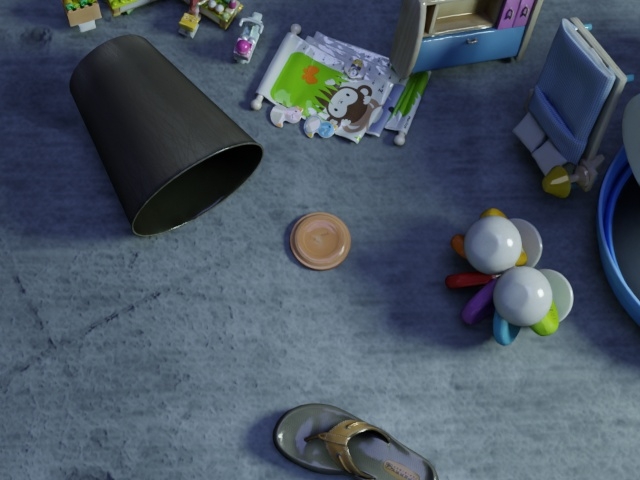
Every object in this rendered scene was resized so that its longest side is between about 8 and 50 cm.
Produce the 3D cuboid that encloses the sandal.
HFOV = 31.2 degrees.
[{"bbox_3d":[0.048,0.268,1.436,0.219,0.060,0.090,27,70,6],"label":"sandal"}]

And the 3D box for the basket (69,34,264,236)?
[{"bbox_3d":[-0.221,-0.151,1.526,0.204,0.154,0.227,-31,72,-15],"label":"basket"}]

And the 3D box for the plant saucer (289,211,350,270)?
[{"bbox_3d":[0.000,0.000,1.555,0.083,0.013,0.083,2,70,-4],"label":"plant saucer"}]

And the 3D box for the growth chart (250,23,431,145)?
[{"bbox_3d":[0.032,-0.217,1.633,0.237,0.021,0.172,16,71,2],"label":"growth chart"}]

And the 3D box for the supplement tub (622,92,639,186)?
[{"bbox_3d":[0.578,-0.161,1.445,0.331,0.241,0.241,-26,74,-11],"label":"supplement tub"}]

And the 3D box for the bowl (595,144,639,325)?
[{"bbox_3d":[0.564,-0.006,1.550,0.391,0.077,0.391,0,66,-1],"label":"bowl"}]

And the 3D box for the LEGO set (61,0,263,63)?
[{"bbox_3d":[-0.216,-0.347,1.603,0.287,0.107,0.132,12,74,-4],"label":"LEGO set"}]

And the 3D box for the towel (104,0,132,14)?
[{"bbox_3d":[-0.285,-0.415,1.679,0.113,0.023,0.152,29,71,7],"label":"towel"}]

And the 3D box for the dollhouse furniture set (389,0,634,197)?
[{"bbox_3d":[0.258,-0.238,1.486,0.198,0.286,0.303,-13,54,-20],"label":"dollhouse furniture set"}]

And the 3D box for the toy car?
[{"bbox_3d":[0.235,0.056,1.497,0.136,0.159,0.182,-35,73,21],"label":"toy car"}]
